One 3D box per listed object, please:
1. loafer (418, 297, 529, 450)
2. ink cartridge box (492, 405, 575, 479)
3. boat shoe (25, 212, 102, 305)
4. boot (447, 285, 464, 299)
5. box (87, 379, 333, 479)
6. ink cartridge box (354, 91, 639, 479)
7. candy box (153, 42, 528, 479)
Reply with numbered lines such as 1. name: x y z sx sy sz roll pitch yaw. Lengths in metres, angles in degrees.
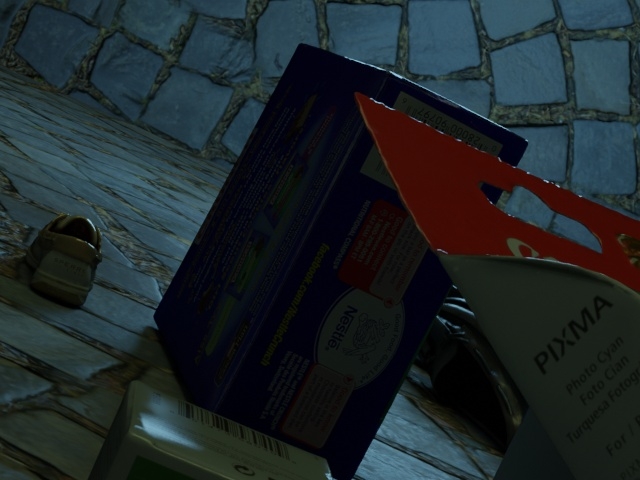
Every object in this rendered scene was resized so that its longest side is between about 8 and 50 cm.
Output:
1. loafer: 0.150 0.129 1.624 0.084 0.096 0.267 -15 25 -25
2. ink cartridge box: 0.260 0.183 1.121 0.232 0.171 0.168 23 6 -13
3. boat shoe: -0.205 0.008 1.366 0.063 0.059 0.170 23 6 -15
4. boot: 0.248 0.147 1.793 0.222 0.118 0.338 28 7 -29
5. box: -0.054 0.127 0.720 0.101 0.087 0.102 24 6 -7
6. ink cartridge box: 0.213 0.059 0.902 0.308 0.091 0.385 20 32 -42
7. candy box: 0.000 0.000 1.234 0.122 0.268 0.317 27 5 -16
